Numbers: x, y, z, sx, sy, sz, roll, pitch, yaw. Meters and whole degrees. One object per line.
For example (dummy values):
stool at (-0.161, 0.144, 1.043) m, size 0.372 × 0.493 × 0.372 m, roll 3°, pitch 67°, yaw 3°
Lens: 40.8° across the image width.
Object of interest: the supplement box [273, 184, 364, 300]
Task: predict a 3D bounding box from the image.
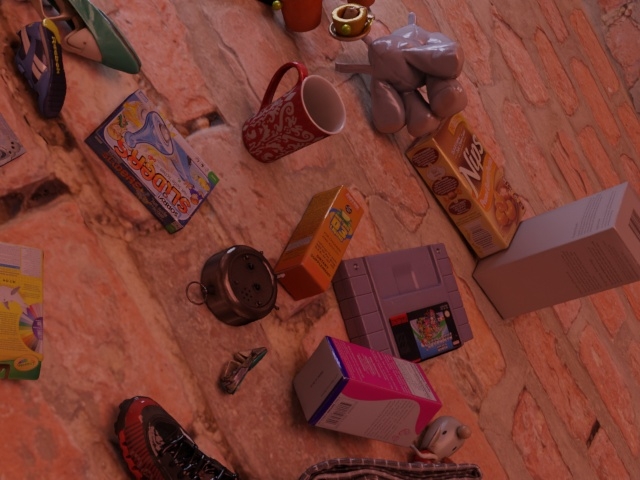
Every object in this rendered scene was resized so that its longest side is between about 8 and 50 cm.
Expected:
supplement box at (0.000, 0.000, 1.583) m, size 0.078 × 0.080 × 0.233 m, roll 50°, pitch 40°, yaw -23°

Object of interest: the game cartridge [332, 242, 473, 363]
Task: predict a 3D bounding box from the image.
game cartridge at (0.175, 0.132, 1.733) m, size 0.355 × 0.068 × 0.230 m, roll -9°, pitch 75°, yaw -50°

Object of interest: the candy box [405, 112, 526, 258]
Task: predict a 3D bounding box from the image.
candy box at (0.346, -0.138, 2.019) m, size 0.316 × 0.088 × 0.183 m, roll 53°, pitch 40°, yaw -14°

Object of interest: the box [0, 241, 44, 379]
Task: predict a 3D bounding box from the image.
box at (-0.412, 0.092, 1.109) m, size 0.105 × 0.043 × 0.179 m, roll 15°, pitch 59°, yaw -44°

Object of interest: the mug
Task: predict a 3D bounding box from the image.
mug at (-0.051, -0.227, 1.561) m, size 0.113 × 0.169 × 0.150 m, roll 27°, pitch 53°, yaw -37°

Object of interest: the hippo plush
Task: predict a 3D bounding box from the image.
hippo plush at (0.193, -0.372, 1.921) m, size 0.294 × 0.234 × 0.236 m, roll 17°, pitch 26°, yaw 6°

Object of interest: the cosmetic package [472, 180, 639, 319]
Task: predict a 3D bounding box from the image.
cosmetic package at (0.554, 0.027, 1.961) m, size 0.155 × 0.366 × 0.197 m, roll 52°, pitch 44°, yaw -15°

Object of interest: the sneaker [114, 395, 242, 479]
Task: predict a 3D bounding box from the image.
sneaker at (-0.178, 0.328, 1.186) m, size 0.098 × 0.135 × 0.276 m, roll -35°, pitch 98°, yaw -48°

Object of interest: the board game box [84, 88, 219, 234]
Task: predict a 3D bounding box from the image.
board game box at (-0.265, -0.127, 1.380) m, size 0.201 × 0.035 × 0.136 m, roll 49°, pitch 43°, yaw -20°

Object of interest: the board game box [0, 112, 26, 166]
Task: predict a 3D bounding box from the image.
board game box at (-0.464, -0.139, 1.176) m, size 0.090 × 0.020 × 0.090 m, roll 58°, pitch 40°, yaw -11°

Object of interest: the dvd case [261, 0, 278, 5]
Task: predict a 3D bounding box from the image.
dvd case at (-0.165, -0.610, 1.731) m, size 0.180 × 0.022 × 0.253 m, roll 11°, pitch 64°, yaw -45°

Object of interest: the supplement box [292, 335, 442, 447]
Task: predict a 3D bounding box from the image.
supplement box at (0.081, 0.261, 1.471) m, size 0.220 × 0.111 × 0.114 m, roll 22°, pitch 24°, yaw -31°

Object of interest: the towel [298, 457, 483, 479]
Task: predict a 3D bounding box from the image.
towel at (0.102, 0.392, 1.300) m, size 0.284 × 0.235 × 0.121 m, roll -1°, pitch 68°, yaw -5°

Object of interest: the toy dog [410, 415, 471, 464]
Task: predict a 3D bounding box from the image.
toy dog at (0.204, 0.425, 1.542) m, size 0.220 × 0.161 × 0.333 m, roll 43°, pitch 45°, yaw -26°

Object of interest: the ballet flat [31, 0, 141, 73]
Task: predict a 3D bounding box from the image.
ballet flat at (-0.383, -0.344, 1.332) m, size 0.087 × 0.083 × 0.247 m, roll -42°, pitch 106°, yaw -24°

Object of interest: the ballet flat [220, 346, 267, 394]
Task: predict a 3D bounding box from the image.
ballet flat at (-0.125, 0.199, 1.382) m, size 0.041 × 0.041 × 0.114 m, roll 56°, pitch 40°, yaw -13°

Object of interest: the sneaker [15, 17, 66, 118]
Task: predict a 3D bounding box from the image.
sneaker at (-0.413, -0.251, 1.267) m, size 0.053 × 0.059 × 0.144 m, roll -17°, pitch 102°, yaw -81°

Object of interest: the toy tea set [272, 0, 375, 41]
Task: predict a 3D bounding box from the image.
toy tea set at (0.033, -0.550, 1.774) m, size 0.124 × 0.200 × 0.336 m, roll 82°, pitch 20°, yaw -47°

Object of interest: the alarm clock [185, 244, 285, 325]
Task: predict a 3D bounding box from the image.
alarm clock at (-0.142, 0.075, 1.405) m, size 0.192 × 0.064 × 0.129 m, roll -10°, pitch 80°, yaw -46°
